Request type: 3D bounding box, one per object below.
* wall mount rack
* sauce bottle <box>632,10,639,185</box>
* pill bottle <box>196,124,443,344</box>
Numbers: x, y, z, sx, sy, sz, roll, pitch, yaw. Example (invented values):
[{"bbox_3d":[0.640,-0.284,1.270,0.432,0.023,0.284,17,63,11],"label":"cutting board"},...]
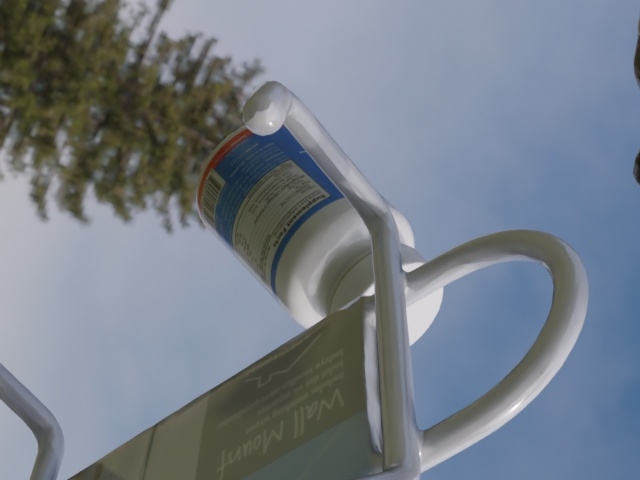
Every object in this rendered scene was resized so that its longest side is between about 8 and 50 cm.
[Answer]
[{"bbox_3d":[-0.079,0.087,0.446,0.350,0.130,0.304,-33,-157,18],"label":"wall mount rack"},{"bbox_3d":[0.345,-0.200,1.155,0.111,0.111,0.344,-114,-162,-53],"label":"sauce bottle"},{"bbox_3d":[0.000,0.000,1.052,0.221,0.124,0.124,44,-71,41],"label":"pill bottle"}]
